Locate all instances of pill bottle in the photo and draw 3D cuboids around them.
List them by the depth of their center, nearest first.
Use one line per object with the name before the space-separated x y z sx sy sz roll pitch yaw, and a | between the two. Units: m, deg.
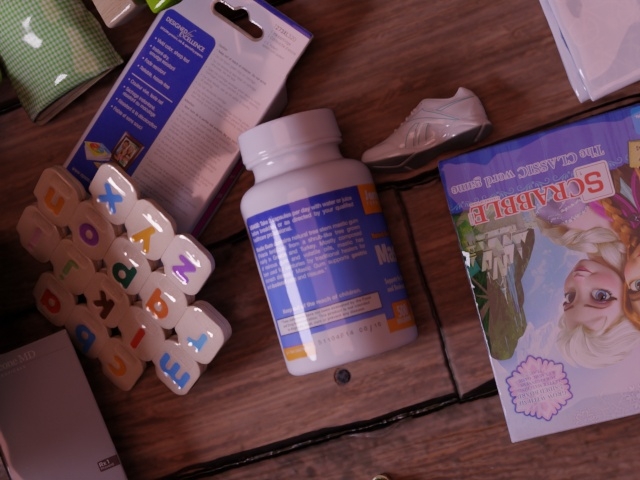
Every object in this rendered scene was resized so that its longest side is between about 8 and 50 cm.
pill bottle | 0.000 0.000 1.482 0.152 0.152 0.272 -17 87 15

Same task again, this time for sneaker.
sneaker | 0.114 -0.120 1.510 0.152 0.053 0.061 -21 69 12

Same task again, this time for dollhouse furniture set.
dollhouse furniture set | -0.320 -0.272 1.520 0.301 0.151 0.198 -32 85 33

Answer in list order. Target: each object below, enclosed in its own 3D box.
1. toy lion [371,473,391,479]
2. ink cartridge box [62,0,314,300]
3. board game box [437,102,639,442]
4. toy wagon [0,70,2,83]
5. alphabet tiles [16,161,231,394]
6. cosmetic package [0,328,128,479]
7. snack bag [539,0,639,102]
toy lion | 0.086 0.327 1.528 0.100 0.034 0.096 26 104 14
ink cartridge box | -0.169 -0.127 1.575 0.175 0.069 0.371 36 102 13
board game box | 0.318 0.025 1.442 0.318 0.066 0.318 -16 86 15
toy wagon | -0.561 -0.198 1.602 0.344 0.068 0.267 39 55 24
alphabet tiles | -0.228 0.045 1.543 0.284 0.021 0.278 43 133 7
cosmetic package | -0.312 0.236 1.576 0.127 0.107 0.238 -24 87 -17
snack bag | 0.365 -0.363 1.444 0.323 0.037 0.343 -22 84 15
